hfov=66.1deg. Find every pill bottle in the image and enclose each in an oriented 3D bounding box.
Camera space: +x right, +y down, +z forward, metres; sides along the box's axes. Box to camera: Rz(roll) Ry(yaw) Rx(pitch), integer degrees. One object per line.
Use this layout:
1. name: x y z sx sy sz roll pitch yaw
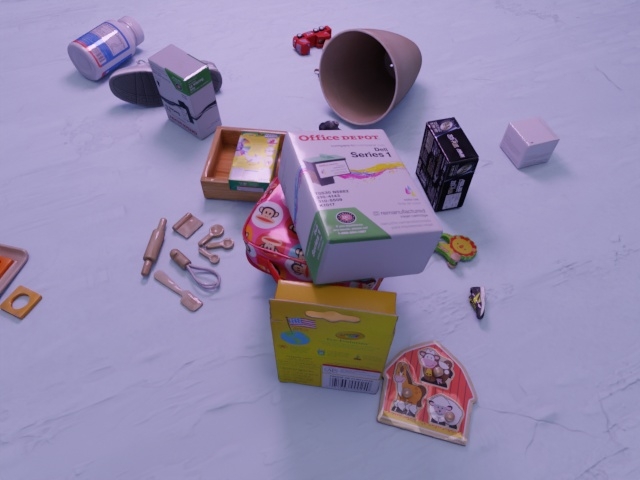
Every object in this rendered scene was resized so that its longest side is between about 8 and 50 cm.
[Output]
1. pill bottle: -0.664 -0.611 1.543 0.124 0.124 0.221 26 56 17

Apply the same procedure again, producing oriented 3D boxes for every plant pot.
1. plant pot: 0.177 -0.501 1.431 0.256 0.256 0.274 33 44 21

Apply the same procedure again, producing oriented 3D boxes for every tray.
1. tray: -0.082 -0.189 1.280 0.410 0.076 0.203 5 54 1

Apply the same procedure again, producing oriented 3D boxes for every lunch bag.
1. lunch bag: 0.000 0.000 0.977 0.293 0.120 0.258 21 56 12

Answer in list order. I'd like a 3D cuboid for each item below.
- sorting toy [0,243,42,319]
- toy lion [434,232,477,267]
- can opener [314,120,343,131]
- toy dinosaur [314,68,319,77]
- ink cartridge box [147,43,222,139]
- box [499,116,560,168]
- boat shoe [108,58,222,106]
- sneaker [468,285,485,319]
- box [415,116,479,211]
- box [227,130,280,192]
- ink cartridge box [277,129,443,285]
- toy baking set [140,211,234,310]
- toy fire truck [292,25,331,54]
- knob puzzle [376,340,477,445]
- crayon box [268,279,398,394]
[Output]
1. sorting toy: -0.777 0.078 1.080 0.347 0.047 0.196 11 54 7
2. toy lion: 0.317 0.015 1.167 0.100 0.034 0.096 39 55 24
3. can opener: 0.074 -0.258 1.264 0.186 0.073 0.059 21 17 10
4. toy dinosaur: 0.035 -0.532 1.557 0.082 0.047 0.090 -2 41 -26
5. ink cartridge box: -0.365 -0.400 1.345 0.153 0.208 0.087 34 63 22
6. box: 0.569 -0.268 1.344 0.102 0.087 0.101 -14 55 -12
7. boat shoe: -0.459 -0.481 1.464 0.320 0.118 0.103 -13 49 -16
8. sneaker: 0.343 0.137 1.080 0.035 0.031 0.083 2 48 17
9. box: 0.308 -0.185 1.219 0.077 0.180 0.147 -12 54 -8
10. box: -0.159 -0.199 1.214 0.105 0.043 0.179 6 56 3
11. ink cartridge box: 0.055 -0.071 0.868 0.201 0.117 0.278 -5 49 -18
12. toy baking set: -0.311 0.036 1.133 0.196 0.030 0.256 8 54 5
13. toy fire truck: 0.018 -0.656 1.640 0.192 0.047 0.135 -26 60 -18
14. knob puzzle: 0.214 0.281 0.967 0.213 0.030 0.213 1 53 -1
15. crayon box: 0.022 0.167 0.867 0.202 0.318 0.081 7 54 3
